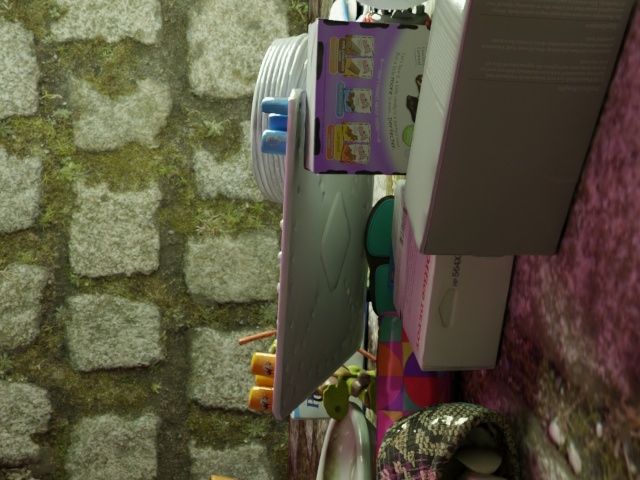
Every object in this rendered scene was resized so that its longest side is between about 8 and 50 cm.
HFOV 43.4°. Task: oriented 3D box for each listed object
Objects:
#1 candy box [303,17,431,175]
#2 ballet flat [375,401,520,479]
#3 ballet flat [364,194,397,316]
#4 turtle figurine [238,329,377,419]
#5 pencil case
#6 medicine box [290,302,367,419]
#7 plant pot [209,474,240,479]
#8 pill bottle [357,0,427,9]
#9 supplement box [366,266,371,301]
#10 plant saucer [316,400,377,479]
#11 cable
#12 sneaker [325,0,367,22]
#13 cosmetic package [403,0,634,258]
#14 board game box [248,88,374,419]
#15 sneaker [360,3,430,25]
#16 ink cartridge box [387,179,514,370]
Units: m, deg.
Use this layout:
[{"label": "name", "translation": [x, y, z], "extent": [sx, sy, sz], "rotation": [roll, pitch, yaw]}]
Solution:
[{"label": "candy box", "translation": [0.084, -0.156, 0.901], "extent": [0.070, 0.196, 0.165], "rotation": [-137, 49, -76]}, {"label": "ballet flat", "translation": [0.130, 0.378, 0.698], "extent": [0.182, 0.164, 0.482], "rotation": [141, 135, -58]}, {"label": "ballet flat", "translation": [0.103, 0.022, 1.261], "extent": [0.074, 0.074, 0.203], "rotation": [-111, 19, -72]}, {"label": "turtle figurine", "translation": [0.010, 0.218, 1.274], "extent": [0.217, 0.269, 0.087], "rotation": [-152, 78, -70]}, {"label": "pencil case", "translation": [0.120, 0.202, 0.986], "extent": [0.104, 0.104, 0.236], "rotation": [131, 138, -79]}, {"label": "medicine box", "translation": [0.003, 0.217, 1.717], "extent": [0.289, 0.149, 0.263], "rotation": [-154, 65, -82]}, {"label": "plant pot", "translation": [-0.079, 0.497, 1.159], "extent": [0.291, 0.203, 0.291], "rotation": [-172, 90, -82]}, {"label": "pill bottle", "translation": [0.072, -0.456, 1.004], "extent": [0.363, 0.210, 0.210], "rotation": [-95, 9, -45]}, {"label": "supplement box", "translation": [0.076, 0.059, 1.405], "extent": [0.056, 0.083, 0.083], "rotation": [106, 163, -63]}, {"label": "plant saucer", "translation": [0.061, 0.464, 1.293], "extent": [0.400, 0.100, 0.400], "rotation": [-172, 90, -82]}, {"label": "cable", "translation": [-0.029, -0.176, 1.197], "extent": [0.257, 0.089, 0.257], "rotation": [-46, -42, -64]}, {"label": "sneaker", "translation": [0.039, -0.374, 1.604], "extent": [0.323, 0.130, 0.236], "rotation": [-112, 44, -68]}, {"label": "cosmetic package", "translation": [0.150, -0.106, 0.661], "extent": [0.107, 0.127, 0.238], "rotation": [-98, 13, -51]}, {"label": "board game box", "translation": [0.000, 0.000, 1.109], "extent": [0.390, 0.050, 0.390], "rotation": [-20, -65, -71]}, {"label": "sneaker", "translation": [0.102, -0.275, 1.199], "extent": [0.276, 0.098, 0.135], "rotation": [-135, 47, -83]}, {"label": "ink cartridge box", "translation": [0.137, 0.032, 0.896], "extent": [0.203, 0.086, 0.148], "rotation": [-107, 19, -66]}]
